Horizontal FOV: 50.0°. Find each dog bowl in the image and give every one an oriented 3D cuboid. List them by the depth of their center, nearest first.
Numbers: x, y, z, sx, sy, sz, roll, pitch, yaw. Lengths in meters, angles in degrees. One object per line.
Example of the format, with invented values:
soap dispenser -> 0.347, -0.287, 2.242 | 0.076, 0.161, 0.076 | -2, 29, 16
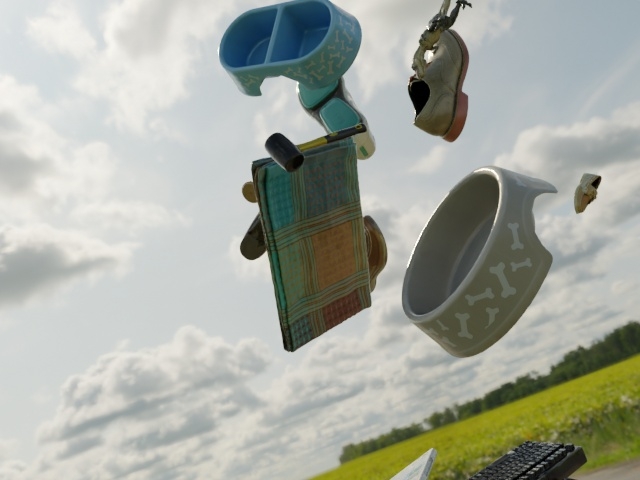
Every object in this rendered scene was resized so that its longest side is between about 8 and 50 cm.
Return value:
dog bowl -> 0.263, 0.025, 1.199 | 0.102, 0.348, 0.349 | 28, -35, -13
dog bowl -> -0.069, -0.366, 1.284 | 0.297, 0.166, 0.074 | 2, -18, 35

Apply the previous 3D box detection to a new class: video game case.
video game case -> 0.153, 0.478, 1.323 | 0.157, 0.019, 0.143 | -45, -7, 21

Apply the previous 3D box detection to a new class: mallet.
mallet -> -0.006, -0.162, 1.085 | 0.190, 0.062, 0.039 | -31, -29, -40

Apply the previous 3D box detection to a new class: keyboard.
keyboard -> 0.208, 0.239, 0.692 | 0.108, 0.023, 0.180 | -3, 5, 44

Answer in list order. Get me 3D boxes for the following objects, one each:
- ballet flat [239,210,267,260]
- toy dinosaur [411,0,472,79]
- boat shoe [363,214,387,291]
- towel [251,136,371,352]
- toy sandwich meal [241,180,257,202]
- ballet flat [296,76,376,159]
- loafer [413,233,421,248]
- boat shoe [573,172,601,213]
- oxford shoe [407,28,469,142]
ballet flat -> -0.095, -0.058, 1.505 | 0.250, 0.084, 0.058 | -55, -5, 23
toy dinosaur -> 0.280, -0.503, 1.571 | 0.268, 0.064, 0.118 | -60, 11, -4
boat shoe -> 0.097, 0.063, 1.856 | 0.116, 0.123, 0.324 | -23, -35, -23
towel -> 0.000, 0.000, 1.333 | 0.040, 0.370, 0.271 | 7, 22, 42
toy sandwich meal -> -0.222, -0.162, 2.286 | 0.085, 0.085, 0.029 | -32, 8, 33
ballet flat -> 0.040, -0.334, 1.773 | 0.139, 0.400, 0.139 | -11, -47, -13
loafer -> 0.285, 0.023, 1.707 | 0.092, 0.102, 0.268 | -34, -24, 8
boat shoe -> 0.654, -0.118, 1.681 | 0.045, 0.135, 0.050 | 2, -42, 37
oxford shoe -> 0.283, -0.404, 1.688 | 0.130, 0.348, 0.123 | 14, -36, -15
